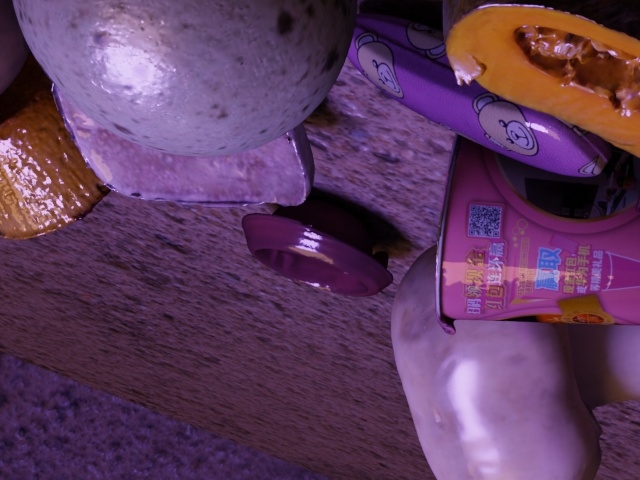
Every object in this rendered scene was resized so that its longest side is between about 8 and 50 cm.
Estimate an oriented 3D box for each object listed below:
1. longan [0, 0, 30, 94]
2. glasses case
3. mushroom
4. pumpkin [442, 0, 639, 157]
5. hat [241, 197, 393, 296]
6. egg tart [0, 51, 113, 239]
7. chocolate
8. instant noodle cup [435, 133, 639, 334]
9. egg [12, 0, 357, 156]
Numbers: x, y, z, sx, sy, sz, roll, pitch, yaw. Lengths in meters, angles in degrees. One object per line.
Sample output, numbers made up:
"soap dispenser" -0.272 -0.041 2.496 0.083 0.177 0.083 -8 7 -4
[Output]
"longan" -0.436 -0.242 1.960 0.297 0.297 0.297 19 161 7
"glasses case" 0.141 -0.139 1.844 0.316 0.075 0.123 29 176 43
"mushroom" 0.231 0.156 2.299 0.353 0.353 0.325 4 170 42
"pumpkin" 0.256 -0.170 1.650 0.317 0.139 0.222 20 158 -3
"hat" 0.000 0.000 2.454 0.205 0.089 0.205 18 166 5
"egg tart" -0.342 -0.114 2.349 0.215 0.215 0.171 5 144 40
"chocolate" -0.143 -0.133 2.201 0.303 0.100 0.185 5 129 33
"instant noodle cup" 0.254 -0.011 1.978 0.255 0.244 0.244 9 159 11
"egg" -0.108 -0.217 1.679 0.288 0.287 0.379 13 173 24
